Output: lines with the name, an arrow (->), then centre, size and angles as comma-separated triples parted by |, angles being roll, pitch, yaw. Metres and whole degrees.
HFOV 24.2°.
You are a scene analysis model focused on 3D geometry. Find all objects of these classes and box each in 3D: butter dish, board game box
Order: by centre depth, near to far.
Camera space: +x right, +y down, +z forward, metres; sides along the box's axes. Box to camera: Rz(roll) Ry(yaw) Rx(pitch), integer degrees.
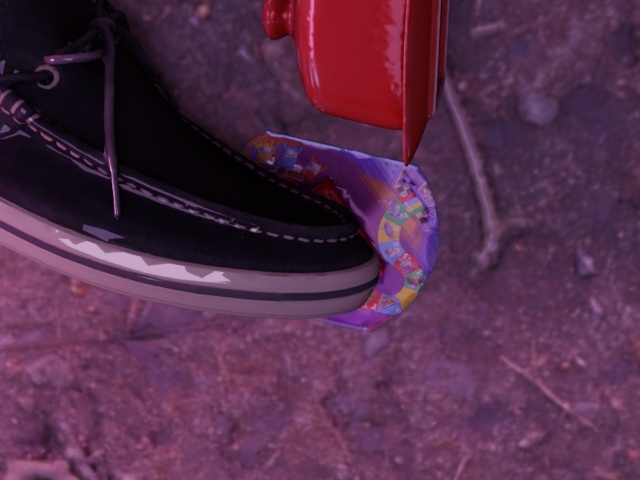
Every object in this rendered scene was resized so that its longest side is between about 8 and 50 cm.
butter dish -> 0.021, -0.142, 0.956 | 0.118, 0.160, 0.160 | 4, 109, 6
board game box -> 0.000, 0.000, 1.069 | 0.168, 0.033, 0.133 | 13, 108, 1

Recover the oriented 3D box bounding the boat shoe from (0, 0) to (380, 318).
boat shoe -> -0.182, -0.095, 0.970 | 0.500, 0.187, 0.156 | 27, 106, 5
